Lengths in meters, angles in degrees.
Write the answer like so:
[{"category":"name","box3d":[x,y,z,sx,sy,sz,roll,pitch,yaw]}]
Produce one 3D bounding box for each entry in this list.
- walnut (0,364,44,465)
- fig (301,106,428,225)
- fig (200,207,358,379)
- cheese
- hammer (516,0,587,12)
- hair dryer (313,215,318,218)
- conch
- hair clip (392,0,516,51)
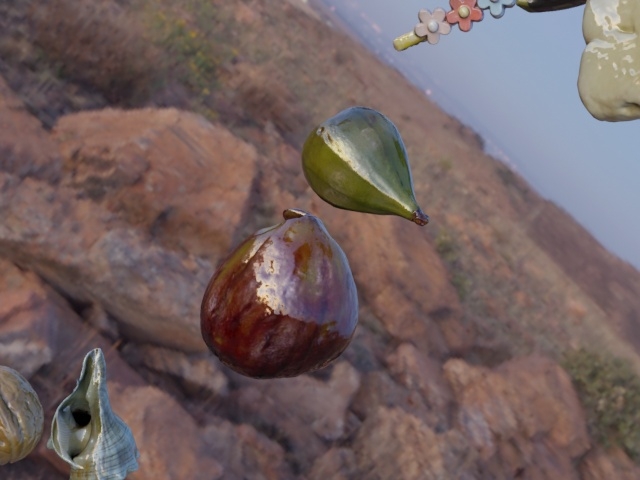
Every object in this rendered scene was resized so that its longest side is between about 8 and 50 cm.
[{"category":"walnut","box3d":[-0.378,0.201,1.209,0.105,0.105,0.125,-43,114,-79]},{"category":"fig","box3d":[0.068,-0.096,1.269,0.184,0.127,0.133,15,12,39]},{"category":"fig","box3d":[-0.058,0.092,1.486,0.223,0.263,0.224,15,44,-15]},{"category":"cheese","box3d":[0.448,-0.292,1.449,0.093,0.263,0.159,24,-22,-39]},{"category":"hammer","box3d":[0.474,-0.463,1.954,0.158,0.041,0.226,24,-12,-35]},{"category":"hair dryer","box3d":[0.000,0.000,1.788,0.083,0.031,0.079,33,40,-79]},{"category":"conch","box3d":[-0.513,0.444,2.335,0.169,0.203,0.386,137,-53,-74]},{"category":"hair clip","box3d":[0.203,-0.334,1.533,0.062,0.213,0.056,64,25,-10]}]
